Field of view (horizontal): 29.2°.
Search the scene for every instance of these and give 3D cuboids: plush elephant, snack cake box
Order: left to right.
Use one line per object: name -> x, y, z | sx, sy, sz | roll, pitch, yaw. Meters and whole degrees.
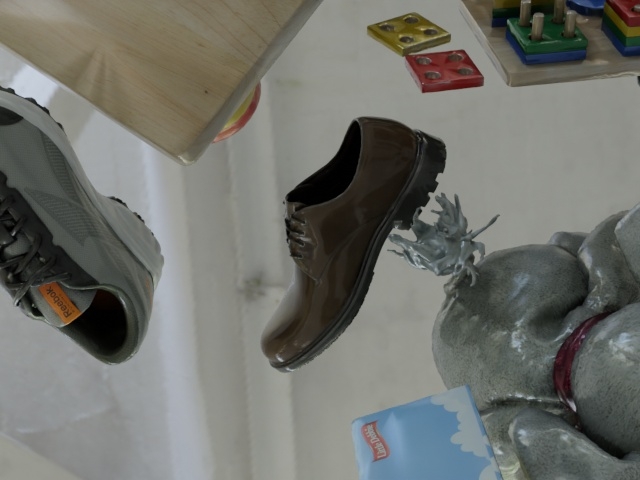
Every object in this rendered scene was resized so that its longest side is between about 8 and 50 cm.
snack cake box -> 0.091, 0.220, 0.736 | 0.089, 0.264, 0.152 | -18, -68, 3
plush elephant -> 0.224, 0.100, 0.924 | 0.272, 0.255, 0.330 | -54, -47, -3

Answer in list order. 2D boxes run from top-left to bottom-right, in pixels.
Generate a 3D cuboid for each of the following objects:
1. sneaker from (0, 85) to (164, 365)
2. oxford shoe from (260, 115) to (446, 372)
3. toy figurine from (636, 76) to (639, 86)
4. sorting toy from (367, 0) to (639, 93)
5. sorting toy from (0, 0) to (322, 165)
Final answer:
sneaker -> -0.200, -0.010, 0.855 | 0.271, 0.100, 0.108 | 46, -154, -41
oxford shoe -> 0.000, 0.000, 0.964 | 0.096, 0.083, 0.227 | 21, -74, -25
toy figurine -> 0.292, -0.242, 1.122 | 0.148, 0.213, 0.209 | 1, -79, -50
sorting toy -> 0.176, -0.169, 0.915 | 0.275, 0.132, 0.046 | -6, -54, -8
sorting toy -> -0.115, -0.207, 0.973 | 0.255, 0.257, 0.089 | -53, -22, -9
